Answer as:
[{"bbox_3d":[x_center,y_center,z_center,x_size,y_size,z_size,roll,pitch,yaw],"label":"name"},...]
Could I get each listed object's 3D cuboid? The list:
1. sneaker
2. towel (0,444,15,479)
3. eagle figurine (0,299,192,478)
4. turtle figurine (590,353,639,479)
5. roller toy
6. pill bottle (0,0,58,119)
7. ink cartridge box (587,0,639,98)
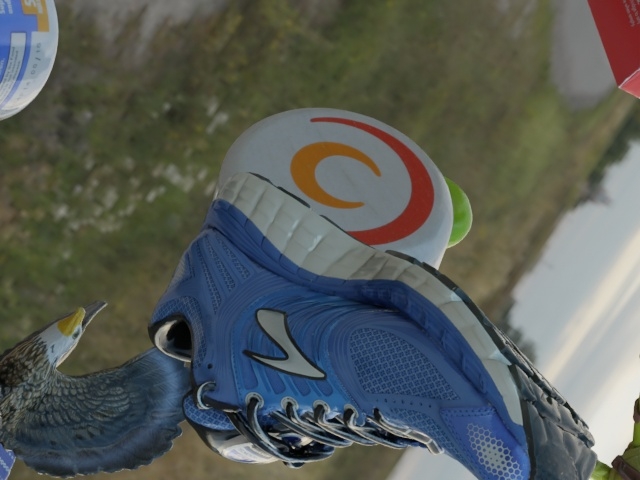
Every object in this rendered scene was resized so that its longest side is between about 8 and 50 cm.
[{"bbox_3d":[0.015,0.082,0.876,0.147,0.130,0.330,-53,-141,-8],"label":"sneaker"},{"bbox_3d":[-0.485,0.287,1.926,0.040,0.243,0.336,-11,-143,24],"label":"towel"},{"bbox_3d":[-0.309,0.156,1.741,0.225,0.226,0.298,-18,164,26],"label":"eagle figurine"},{"bbox_3d":[0.341,0.231,1.680,0.087,0.270,0.217,-38,150,-63],"label":"turtle figurine"},{"bbox_3d":[0.000,0.000,1.284,0.191,0.209,0.146,-56,168,-44],"label":"roller toy"},{"bbox_3d":[-0.328,-0.152,1.130,0.152,0.152,0.272,-57,161,22],"label":"pill bottle"},{"bbox_3d":[0.283,-0.164,1.209,0.078,0.231,0.134,-40,-136,34],"label":"ink cartridge box"}]
